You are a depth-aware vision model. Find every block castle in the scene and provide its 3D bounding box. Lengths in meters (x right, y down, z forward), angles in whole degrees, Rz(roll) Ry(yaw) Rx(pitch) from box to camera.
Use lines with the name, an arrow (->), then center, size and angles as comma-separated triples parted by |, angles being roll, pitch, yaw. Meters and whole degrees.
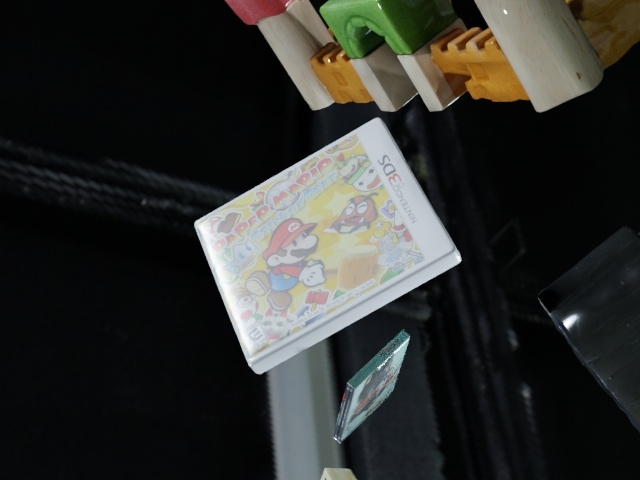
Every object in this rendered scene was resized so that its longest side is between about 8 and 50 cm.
block castle -> 0.120, -0.269, 1.058 | 0.303, 0.453, 0.213 | -39, -70, -17

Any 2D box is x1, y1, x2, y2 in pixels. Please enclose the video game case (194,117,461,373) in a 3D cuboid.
video game case -> 0.000, 0.000, 1.296 | 0.026, 0.227, 0.206 | 55, -173, -48

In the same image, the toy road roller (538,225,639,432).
toy road roller -> 0.264, 0.083, 0.487 | 0.240, 0.202, 0.329 | 42, -170, -41

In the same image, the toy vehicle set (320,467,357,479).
toy vehicle set -> 0.012, 0.422, 1.512 | 0.035, 0.266, 0.166 | 5, -153, -27

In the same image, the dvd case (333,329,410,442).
dvd case -> 0.051, 0.149, 1.320 | 0.013, 0.119, 0.087 | 39, -121, 18
